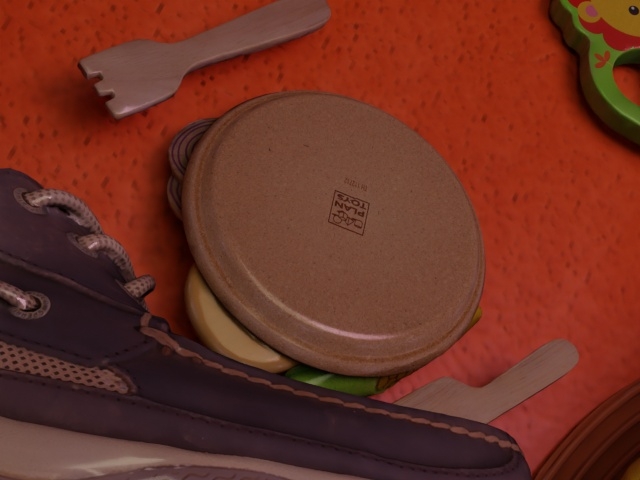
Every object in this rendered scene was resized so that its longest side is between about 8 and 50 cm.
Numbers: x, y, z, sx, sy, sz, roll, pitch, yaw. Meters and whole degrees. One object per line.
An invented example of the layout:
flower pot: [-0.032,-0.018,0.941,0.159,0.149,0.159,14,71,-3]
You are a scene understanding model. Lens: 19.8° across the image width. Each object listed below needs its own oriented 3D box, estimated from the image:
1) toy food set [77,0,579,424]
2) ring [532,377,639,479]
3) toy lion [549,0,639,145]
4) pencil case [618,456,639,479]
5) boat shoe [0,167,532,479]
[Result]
toy food set: [0.000,0.000,0.692,0.132,0.038,0.192,-24,73,-34]
ring: [0.214,0.193,0.689,0.336,0.032,0.336,8,66,-18]
toy lion: [0.139,-0.089,0.781,0.096,0.034,0.100,25,62,-1]
pencil case: [0.156,0.097,0.631,0.236,0.104,0.104,-40,86,-21]
boat shoe: [-0.102,0.040,0.567,0.355,0.132,0.130,11,59,-9]
